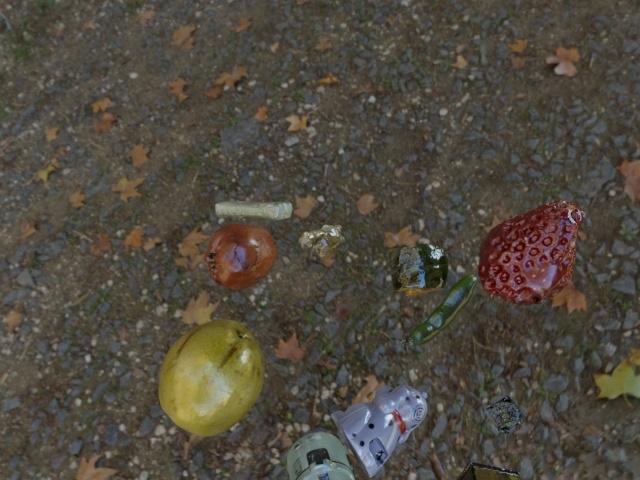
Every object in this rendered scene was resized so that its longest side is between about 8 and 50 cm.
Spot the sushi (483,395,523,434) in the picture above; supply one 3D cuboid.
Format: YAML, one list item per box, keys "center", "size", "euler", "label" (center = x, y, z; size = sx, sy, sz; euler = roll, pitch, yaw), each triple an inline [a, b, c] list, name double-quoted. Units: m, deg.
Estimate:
- center: [0.535, 0.506, 1.411]
  size: [0.083, 0.056, 0.085]
  euler: [-41, 54, 12]
  label: "sushi"

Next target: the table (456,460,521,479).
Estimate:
- center: [0.498, 0.800, 1.441]
  size: [0.172, 0.169, 0.193]
  euler: [13, 30, -5]
  label: "table"

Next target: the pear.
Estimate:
- center: [-0.301, 0.384, 1.384]
  size: [0.314, 0.314, 0.314]
  euler: [-8, 58, 14]
  label: "pear"

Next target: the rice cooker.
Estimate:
- center: [0.004, 0.790, 1.654]
  size: [0.226, 0.226, 0.244]
  euler: [-28, 21, 1]
  label: "rice cooker"

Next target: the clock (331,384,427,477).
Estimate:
- center: [0.176, 0.478, 1.317]
  size: [0.254, 0.189, 0.189]
  euler: [-34, 54, -18]
  label: "clock"

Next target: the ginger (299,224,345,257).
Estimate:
- center: [0.000, 0.008, 1.411]
  size: [0.165, 0.096, 0.067]
  euler: [-11, 26, -41]
  label: "ginger"

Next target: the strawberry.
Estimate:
- center: [0.658, 0.018, 1.515]
  size: [0.317, 0.345, 0.295]
  euler: [-10, 43, -34]
  label: "strawberry"

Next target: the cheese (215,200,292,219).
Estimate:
- center: [-0.154, -0.070, 1.120]
  size: [0.194, 0.065, 0.043]
  euler: [2, 102, 29]
  label: "cheese"

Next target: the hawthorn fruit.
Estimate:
- center: [-0.234, 0.043, 1.585]
  size: [0.211, 0.299, 0.211]
  euler: [8, 104, 36]
  label: "hawthorn fruit"

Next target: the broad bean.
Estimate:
- center: [0.277, 0.165, 1.107]
  size: [0.254, 0.065, 0.046]
  euler: [-40, 23, -16]
  label: "broad bean"

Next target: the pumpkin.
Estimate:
- center: [0.276, 0.104, 1.554]
  size: [0.190, 0.280, 0.139]
  euler: [2, 74, -24]
  label: "pumpkin"
